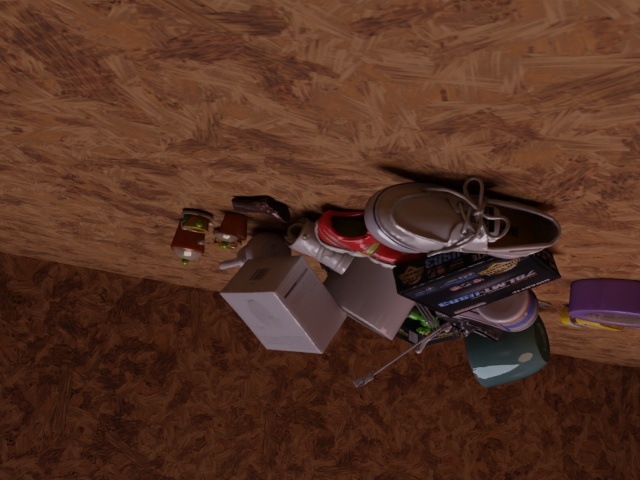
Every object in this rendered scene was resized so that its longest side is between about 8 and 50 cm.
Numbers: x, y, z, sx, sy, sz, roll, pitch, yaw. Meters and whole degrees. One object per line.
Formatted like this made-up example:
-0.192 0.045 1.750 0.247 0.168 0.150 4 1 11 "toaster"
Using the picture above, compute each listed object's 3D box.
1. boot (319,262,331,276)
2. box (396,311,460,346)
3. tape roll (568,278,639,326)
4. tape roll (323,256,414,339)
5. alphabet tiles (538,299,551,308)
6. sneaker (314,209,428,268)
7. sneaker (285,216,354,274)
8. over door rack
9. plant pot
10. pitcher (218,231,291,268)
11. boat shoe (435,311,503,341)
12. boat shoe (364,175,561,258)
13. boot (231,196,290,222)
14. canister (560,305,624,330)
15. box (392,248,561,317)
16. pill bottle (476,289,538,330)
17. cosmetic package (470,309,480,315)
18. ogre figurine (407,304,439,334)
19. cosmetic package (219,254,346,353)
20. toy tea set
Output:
0.108 0.079 1.942 0.115 0.112 0.305 -29 147 28 "boot"
0.339 0.291 2.226 0.184 0.059 0.233 -6 -165 -29 "box"
0.833 0.177 1.784 0.275 0.090 0.275 8 168 2 "tape roll"
0.135 0.140 1.770 0.246 0.169 0.246 33 173 5 "tape roll"
0.625 0.206 2.281 0.343 0.011 0.285 16 167 -30 "alphabet tiles"
0.125 -0.009 1.438 0.279 0.107 0.118 7 159 -2 "sneaker"
0.000 0.000 1.626 0.169 0.108 0.292 31 179 -2 "sneaker"
0.189 0.249 1.911 0.324 0.239 0.108 -33 156 2 "over door rack"
0.689 0.373 2.345 0.235 0.292 0.293 -16 156 31 "plant pot"
-0.184 0.048 1.824 0.178 0.125 0.207 -19 -176 -23 "pitcher"
0.463 0.266 2.018 0.229 0.076 0.080 17 167 -12 "boat shoe"
0.266 -0.032 1.125 0.367 0.135 0.156 11 169 -22 "boat shoe"
-0.139 -0.070 1.497 0.114 0.037 0.106 -3 151 34 "boot"
0.902 0.255 2.147 0.126 0.073 0.170 14 169 -19 "canister"
0.362 0.077 1.479 0.296 0.073 0.293 -24 151 27 "box"
0.552 0.185 1.892 0.153 0.152 0.272 3 167 28 "pill bottle"
0.491 0.192 2.066 0.127 0.107 0.238 4 166 37 "cosmetic package"
0.317 0.241 2.073 0.118 0.096 0.197 23 158 23 "ogre figurine"
-0.095 0.166 1.669 0.224 0.138 0.224 -5 127 46 "cosmetic package"
-0.303 0.005 1.770 0.200 0.124 0.336 12 168 -13 "toy tea set"
